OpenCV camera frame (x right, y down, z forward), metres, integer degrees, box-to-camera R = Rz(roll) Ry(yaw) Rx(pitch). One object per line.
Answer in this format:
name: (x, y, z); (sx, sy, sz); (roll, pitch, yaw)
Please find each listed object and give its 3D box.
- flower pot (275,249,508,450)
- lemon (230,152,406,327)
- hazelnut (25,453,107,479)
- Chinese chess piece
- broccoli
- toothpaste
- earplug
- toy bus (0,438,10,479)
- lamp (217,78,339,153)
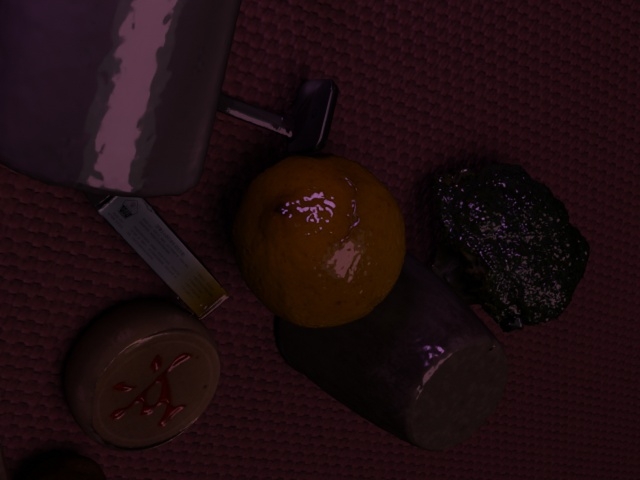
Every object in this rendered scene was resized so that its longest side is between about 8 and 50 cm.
flower pot: (0.128, 0.179, 2.188); (0.294, 0.330, 0.293); (-19, 126, -28)
lemon: (0.000, 0.000, 2.009); (0.293, 0.293, 0.293); (-20, 128, -29)
hazelnut: (-0.399, 0.416, 2.034); (0.150, 0.150, 0.150); (-20, 128, -29)
Chinese chess piece: (-0.278, 0.212, 2.039); (0.250, 0.103, 0.249); (-20, 130, -27)
broccoli: (0.320, 0.009, 2.302); (0.304, 0.321, 0.283); (-18, 165, -43)
toothpaste: (-0.249, 0.001, 1.938); (0.071, 0.089, 0.313); (-40, 136, -2)
earplug: (-0.251, -0.287, 1.598); (0.313, 0.313, 0.394); (2, 113, -40)
toy bus: (-0.531, 0.399, 1.929); (0.157, 0.139, 0.289); (-25, 127, -32)
lamp: (-0.088, -0.257, 1.909); (0.283, 0.125, 0.203); (21, 82, -42)
